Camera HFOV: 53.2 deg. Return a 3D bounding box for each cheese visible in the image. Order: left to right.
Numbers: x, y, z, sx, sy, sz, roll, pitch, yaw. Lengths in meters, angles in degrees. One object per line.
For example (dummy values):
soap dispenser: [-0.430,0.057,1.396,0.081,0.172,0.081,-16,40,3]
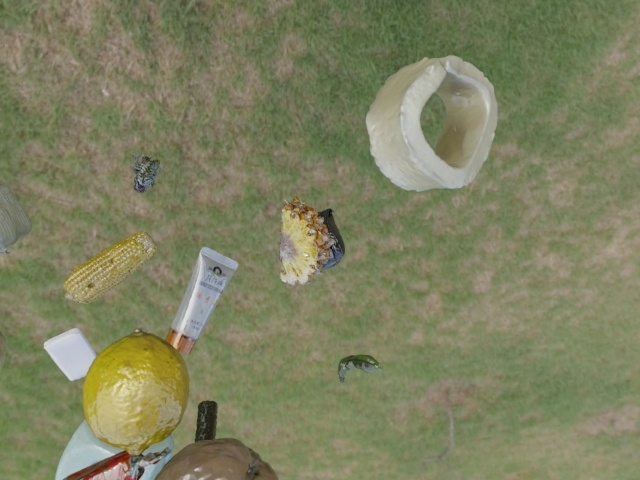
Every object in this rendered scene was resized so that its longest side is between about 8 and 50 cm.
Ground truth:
cheese: [0.276,-0.289,1.538,0.292,0.332,0.153,41,156,-30]

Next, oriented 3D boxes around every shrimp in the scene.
shrimp: [-0.452,-0.167,1.613,0.082,0.174,0.076,29,115,-18]

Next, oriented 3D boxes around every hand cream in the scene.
hand cream: [-0.357,0.183,1.903,0.139,0.314,0.089,27,171,-38]

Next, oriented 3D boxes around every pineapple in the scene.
pineapple: [-0.027,0.012,1.533,0.135,0.079,0.233,16,122,26]

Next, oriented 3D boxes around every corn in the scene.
corn: [-0.520,0.070,1.572,0.261,0.097,0.097,-34,136,3]

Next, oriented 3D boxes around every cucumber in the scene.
cucumber: [-0.376,0.657,2.070,0.072,0.300,0.072,-1,135,-1]

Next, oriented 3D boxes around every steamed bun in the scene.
steamed bun: [-0.984,-0.076,1.701,0.255,0.367,0.342,-33,106,-4]

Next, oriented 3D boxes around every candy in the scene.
candy: [-0.415,0.452,1.208,0.292,0.086,0.059,-24,96,2]

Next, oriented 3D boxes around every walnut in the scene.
walnut: [-0.211,0.527,1.273,0.273,0.227,0.273,-7,128,-9]

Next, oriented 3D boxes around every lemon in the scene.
lemon: [-0.339,0.278,1.182,0.192,0.231,0.192,0,176,0]

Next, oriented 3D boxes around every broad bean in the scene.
broad bean: [0.097,0.323,1.659,0.046,0.061,0.195,-12,166,-35]

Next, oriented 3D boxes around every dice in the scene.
dice: [-0.624,0.684,1.955,0.264,0.268,0.263,23,103,4]

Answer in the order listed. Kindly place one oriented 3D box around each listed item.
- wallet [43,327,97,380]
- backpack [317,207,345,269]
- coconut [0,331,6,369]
wallet: [-0.630,0.294,1.635,0.095,0.033,0.190,-24,142,-13]
backpack: [-0.003,0.002,1.739,0.120,0.165,0.106,-9,152,-15]
coconut: [-0.930,0.292,1.671,0.224,0.224,0.224,-2,141,-2]
